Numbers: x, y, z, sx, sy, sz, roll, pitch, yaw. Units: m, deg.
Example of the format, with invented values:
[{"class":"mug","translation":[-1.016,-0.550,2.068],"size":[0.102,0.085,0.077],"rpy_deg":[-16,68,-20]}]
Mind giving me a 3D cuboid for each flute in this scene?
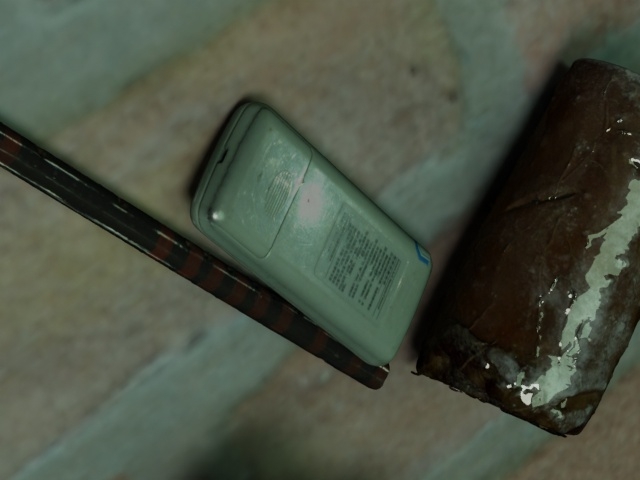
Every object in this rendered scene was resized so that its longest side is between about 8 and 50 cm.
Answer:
[{"class":"flute","translation":[-0.053,0.001,0.600],"size":[0.269,0.014,0.014],"rpy_deg":[35,87,-45]}]

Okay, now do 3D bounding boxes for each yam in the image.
[{"class":"yam","translation":[0.099,0.006,0.689],"size":[0.079,0.079,0.141],"rpy_deg":[28,89,-45]}]

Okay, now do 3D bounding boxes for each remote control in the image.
[{"class":"remote control","translation":[0.000,0.000,0.636],"size":[0.124,0.018,0.053],"rpy_deg":[39,69,-45]}]
